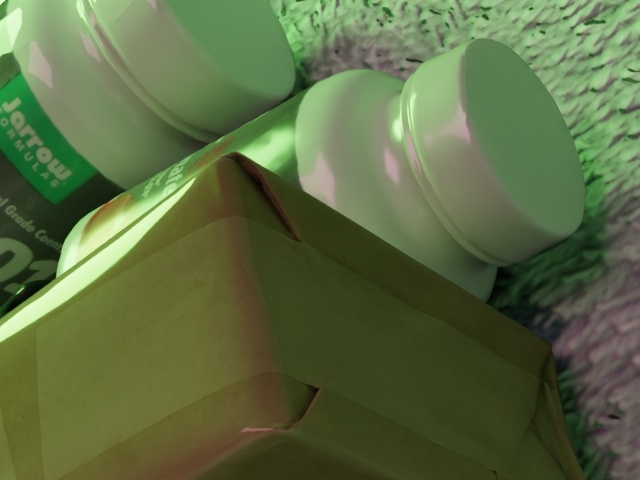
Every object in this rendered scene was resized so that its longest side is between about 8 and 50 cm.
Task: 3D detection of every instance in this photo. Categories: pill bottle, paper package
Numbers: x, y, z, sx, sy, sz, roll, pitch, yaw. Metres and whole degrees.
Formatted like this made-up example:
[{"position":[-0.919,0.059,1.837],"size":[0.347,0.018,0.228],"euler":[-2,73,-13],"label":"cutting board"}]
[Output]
[{"position":[0.000,0.000,1.105],"size":[0.318,0.176,0.176],"euler":[-27,50,31],"label":"pill bottle"},{"position":[-0.055,0.148,0.966],"size":[0.325,0.309,0.168],"euler":[-35,48,25],"label":"paper package"},{"position":[-0.207,-0.076,1.334],"size":[0.361,0.204,0.204],"euler":[-37,45,24],"label":"pill bottle"}]

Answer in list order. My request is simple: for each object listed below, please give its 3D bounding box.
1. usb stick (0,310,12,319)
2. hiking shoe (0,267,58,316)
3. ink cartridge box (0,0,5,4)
[{"position":[-0.170,0.170,1.121],"size":[0.077,0.278,0.045],"euler":[-21,30,-28],"label":"usb stick"},{"position":[-0.236,0.161,1.170],"size":[0.113,0.132,0.304],"euler":[17,70,2],"label":"hiking shoe"},{"position":[-0.242,-0.212,1.520],"size":[0.273,0.115,0.198],"euler":[-45,42,15],"label":"ink cartridge box"}]
